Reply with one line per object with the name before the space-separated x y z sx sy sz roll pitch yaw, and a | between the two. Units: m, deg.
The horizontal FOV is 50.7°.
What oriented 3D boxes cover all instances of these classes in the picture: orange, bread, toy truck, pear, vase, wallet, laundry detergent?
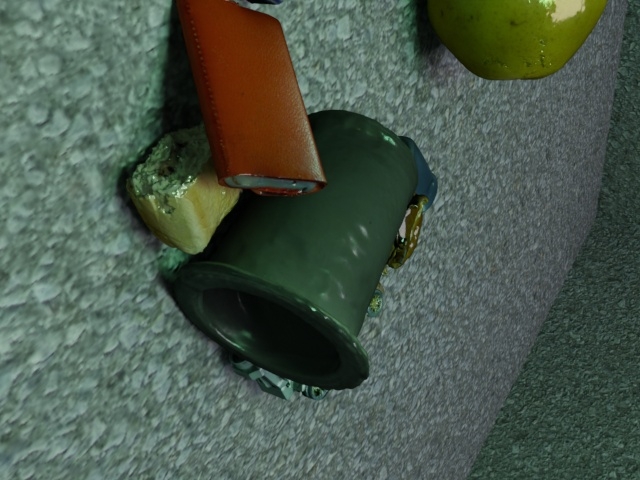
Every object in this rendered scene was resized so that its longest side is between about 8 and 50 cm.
orange | 0.113 -0.022 1.119 0.160 0.112 0.170 -48 167 -55
bread | -0.140 -0.056 0.705 0.106 0.082 0.125 89 22 -47
toy truck | -0.021 0.115 0.972 0.257 0.108 0.140 -51 130 -29
pear | 0.320 -0.426 1.082 0.285 0.285 0.336 -13 129 -57
vase | 0.000 0.000 0.823 0.291 0.245 0.245 -61 149 -29
wallet | -0.071 -0.148 0.697 0.142 0.045 0.204 0 70 -48
laundry detergent | 0.164 -0.108 1.213 0.206 0.061 0.097 33 68 -61

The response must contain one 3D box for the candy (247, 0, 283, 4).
candy | -0.127 -0.304 0.612 0.312 0.061 0.088 1 103 -61
